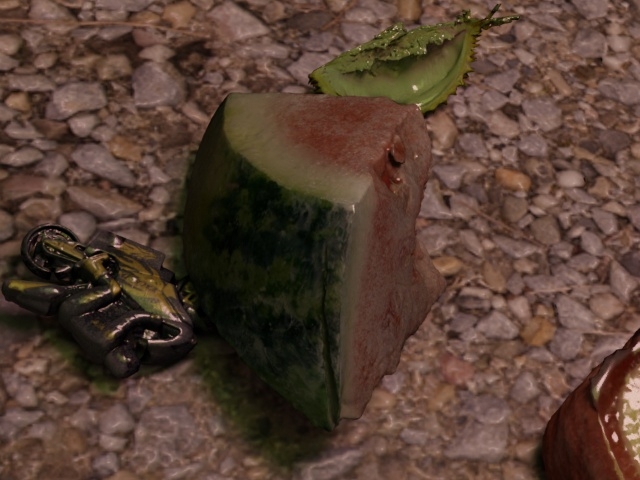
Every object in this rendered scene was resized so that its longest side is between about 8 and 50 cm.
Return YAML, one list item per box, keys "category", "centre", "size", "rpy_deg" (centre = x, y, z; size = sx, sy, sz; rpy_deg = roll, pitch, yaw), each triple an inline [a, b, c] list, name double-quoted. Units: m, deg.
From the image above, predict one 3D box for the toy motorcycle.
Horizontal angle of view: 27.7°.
- category: "toy motorcycle"
  centre: [-0.173, 0.057, 1.106]
  size: [0.193, 0.061, 0.124]
  rpy_deg: [18, 54, -10]

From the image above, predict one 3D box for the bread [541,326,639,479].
- category: "bread"
  centre: [0.304, 0.199, 1.088]
  size: [0.190, 0.123, 0.244]
  rpy_deg: [-22, 68, -18]

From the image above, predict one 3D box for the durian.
- category: "durian"
  centre: [0.087, -0.170, 1.251]
  size: [0.215, 0.100, 0.086]
  rpy_deg: [-20, 71, -12]

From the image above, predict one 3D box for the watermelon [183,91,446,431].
- category: "watermelon"
  centre: [0.000, 0.000, 1.117]
  size: [0.231, 0.193, 0.310]
  rpy_deg: [-16, 36, -11]
